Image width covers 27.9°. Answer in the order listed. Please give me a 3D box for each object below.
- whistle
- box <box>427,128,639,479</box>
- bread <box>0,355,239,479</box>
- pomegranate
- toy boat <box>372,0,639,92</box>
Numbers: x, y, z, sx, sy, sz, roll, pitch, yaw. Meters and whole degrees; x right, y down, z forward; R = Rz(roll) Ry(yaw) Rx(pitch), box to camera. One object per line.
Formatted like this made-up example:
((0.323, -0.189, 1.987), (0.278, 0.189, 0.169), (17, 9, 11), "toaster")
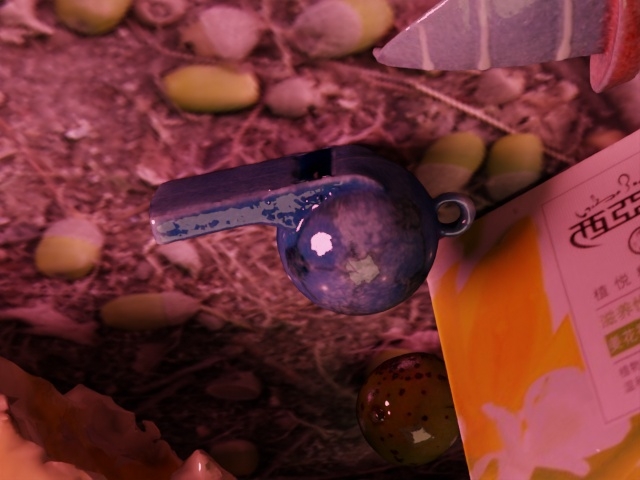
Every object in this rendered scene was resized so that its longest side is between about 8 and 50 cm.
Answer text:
((0.000, 0.000, 0.647), (0.158, 0.090, 0.090), (-12, 140, 4), "whistle")
((0.195, 0.042, 0.647), (0.260, 0.194, 0.111), (-32, 135, 25), "box")
((-0.189, 0.283, 0.729), (0.361, 0.250, 0.394), (44, 75, -30), "bread")
((0.063, 0.099, 0.798), (0.084, 0.073, 0.073), (-36, 150, -28), "pomegranate")
((0.085, -0.100, 0.581), (0.122, 0.034, 0.096), (-6, 135, -1), "toy boat")
